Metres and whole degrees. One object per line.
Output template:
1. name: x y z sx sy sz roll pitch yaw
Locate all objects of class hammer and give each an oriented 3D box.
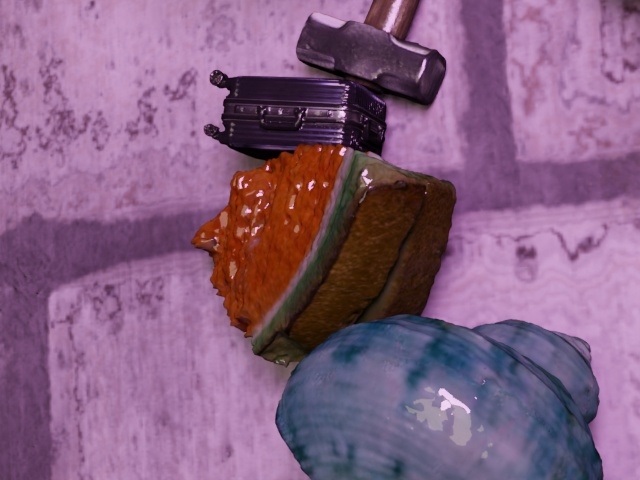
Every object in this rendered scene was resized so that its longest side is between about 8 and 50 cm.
1. hammer: 0.095 -0.287 0.813 0.111 0.043 0.365 21 91 25

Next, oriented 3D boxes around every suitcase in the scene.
1. suitcase: -0.015 -0.092 0.809 0.126 0.086 0.059 5 87 23

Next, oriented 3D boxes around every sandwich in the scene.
1. sandwich: 0.004 -0.006 0.769 0.160 0.109 0.185 53 127 38

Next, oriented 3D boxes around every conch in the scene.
1. conch: 0.101 0.111 0.693 0.196 0.202 0.134 52 123 26
